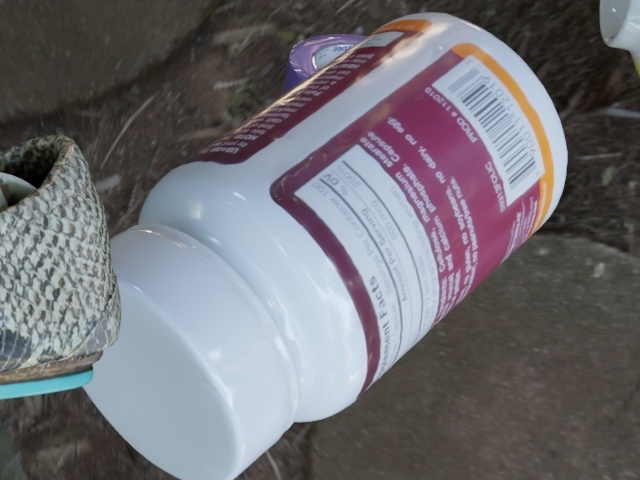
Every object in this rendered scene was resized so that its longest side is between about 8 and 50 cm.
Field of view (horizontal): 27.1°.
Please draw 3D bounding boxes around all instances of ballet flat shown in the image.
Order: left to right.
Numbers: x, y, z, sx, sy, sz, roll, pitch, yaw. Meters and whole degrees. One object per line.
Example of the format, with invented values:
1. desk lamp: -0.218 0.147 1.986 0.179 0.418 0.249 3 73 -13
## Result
1. ballet flat: -0.295 0.022 0.588 0.482 0.164 0.182 -14 104 -46

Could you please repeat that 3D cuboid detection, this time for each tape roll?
1. tape roll: 0.048 -0.183 1.664 0.189 0.189 0.080 4 124 -10

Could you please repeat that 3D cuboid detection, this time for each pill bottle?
1. pill bottle: 0.000 0.000 1.043 0.392 0.224 0.224 -38 97 -34

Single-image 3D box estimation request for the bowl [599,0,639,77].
1. bowl: 0.313 -0.203 1.058 0.156 0.289 0.289 7 88 -2
